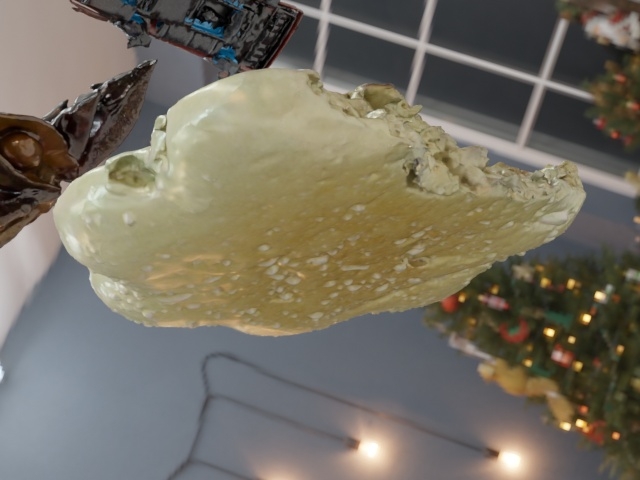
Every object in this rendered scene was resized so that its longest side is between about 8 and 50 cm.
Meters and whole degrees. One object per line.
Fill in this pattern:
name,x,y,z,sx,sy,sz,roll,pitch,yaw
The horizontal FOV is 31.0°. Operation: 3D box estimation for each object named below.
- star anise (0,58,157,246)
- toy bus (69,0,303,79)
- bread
star anise,-0.191,-0.039,0.718,0.212,0.053,0.157,-43,-2,10
toy bus,-0.098,-0.165,0.741,0.073,0.096,0.235,-52,-20,12
bread,0.000,0.000,0.508,0.251,0.182,0.039,12,-126,-50
